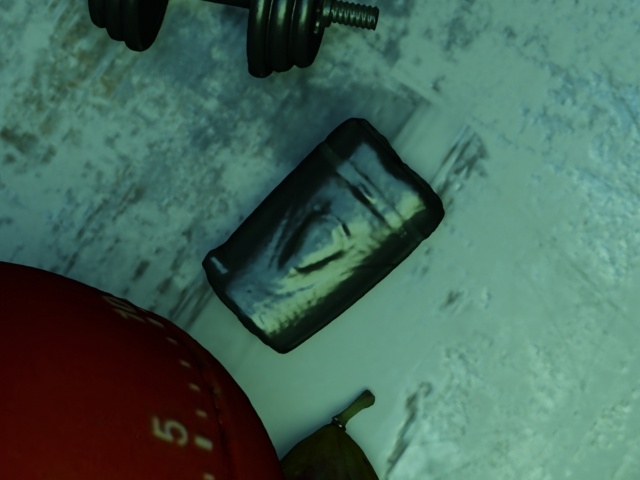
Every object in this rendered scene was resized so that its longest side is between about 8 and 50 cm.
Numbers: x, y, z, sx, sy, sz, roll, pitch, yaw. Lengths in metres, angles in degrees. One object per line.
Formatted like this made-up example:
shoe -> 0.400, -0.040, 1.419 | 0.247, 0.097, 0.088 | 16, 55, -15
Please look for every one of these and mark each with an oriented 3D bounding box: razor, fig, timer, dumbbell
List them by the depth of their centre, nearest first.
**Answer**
timer -> -0.187, 0.203, 1.038 | 0.279, 0.378, 0.378 | 31, 91, -39
dumbbell -> -0.067, -0.157, 1.167 | 0.208, 0.099, 0.099 | 11, 89, 6
fig -> 0.002, 0.149, 1.168 | 0.089, 0.089, 0.125 | 5, 64, 5
razor -> 0.000, 0.000, 1.178 | 0.148, 0.054, 0.090 | -43, 85, 3
